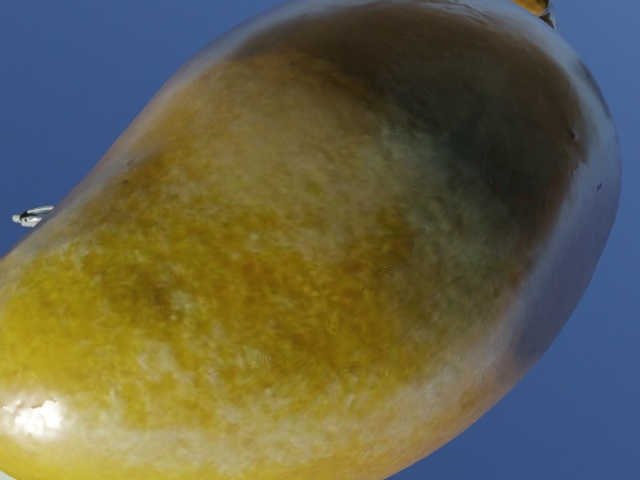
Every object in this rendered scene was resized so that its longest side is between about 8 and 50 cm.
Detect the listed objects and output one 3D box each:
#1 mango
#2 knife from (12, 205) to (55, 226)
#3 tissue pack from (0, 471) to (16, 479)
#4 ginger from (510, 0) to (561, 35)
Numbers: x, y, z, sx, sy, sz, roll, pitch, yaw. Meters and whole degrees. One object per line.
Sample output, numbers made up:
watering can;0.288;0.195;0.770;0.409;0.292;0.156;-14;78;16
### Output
mango;0.000;0.000;0.703;0.384;0.199;0.222;-27;-80;-33
knife;-0.214;-0.019;1.343;0.184;0.022;0.026;3;-156;39
tissue pack;-0.215;0.200;1.349;0.287;0.388;0.162;4;-126;-44
ginger;0.138;-0.147;1.402;0.223;0.200;0.269;-30;-101;-16
